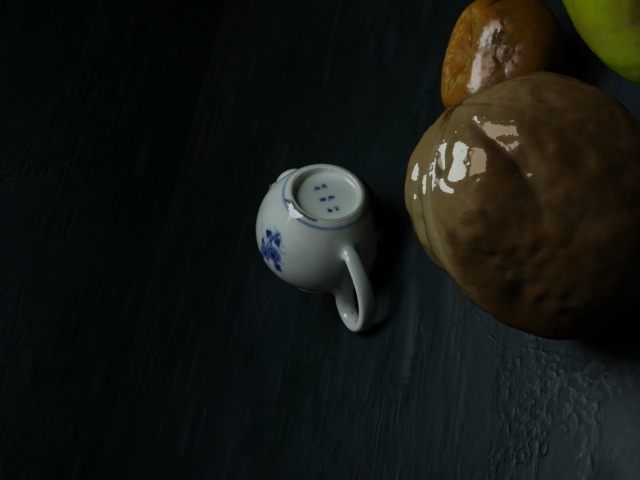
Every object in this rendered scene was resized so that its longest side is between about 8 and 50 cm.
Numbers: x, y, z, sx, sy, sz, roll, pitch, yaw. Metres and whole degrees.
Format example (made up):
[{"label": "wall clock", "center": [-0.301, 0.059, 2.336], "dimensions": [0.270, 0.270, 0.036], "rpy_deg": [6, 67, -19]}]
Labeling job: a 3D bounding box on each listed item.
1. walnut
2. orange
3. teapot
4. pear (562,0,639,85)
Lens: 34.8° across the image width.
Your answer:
[{"label": "walnut", "center": [0.295, -0.047, 1.368], "dimensions": [0.381, 0.381, 0.381], "rpy_deg": [-40, 35, 36]}, {"label": "orange", "center": [0.322, -0.292, 1.730], "dimensions": [0.249, 0.183, 0.249], "rpy_deg": [-168, 90, -75]}, {"label": "teapot", "center": [0.000, 0.000, 1.984], "dimensions": [0.424, 0.252, 0.280], "rpy_deg": [59, 156, 33]}, {"label": "pear", "center": [0.489, -0.391, 1.355], "dimensions": [0.391, 0.391, 0.391], "rpy_deg": [-40, 35, 36]}]
